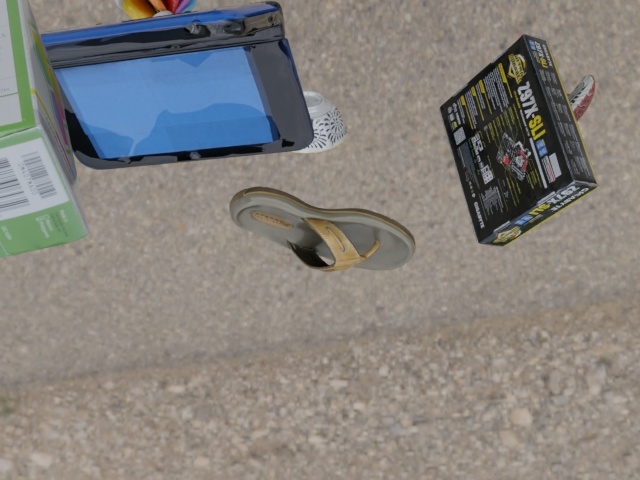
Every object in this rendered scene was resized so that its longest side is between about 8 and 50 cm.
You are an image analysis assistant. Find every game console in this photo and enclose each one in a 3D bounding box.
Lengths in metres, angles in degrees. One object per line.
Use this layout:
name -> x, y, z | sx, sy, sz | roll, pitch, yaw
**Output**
game console -> -0.176, -0.137, 0.901 | 0.293, 0.250, 0.173 | -5, 107, 13

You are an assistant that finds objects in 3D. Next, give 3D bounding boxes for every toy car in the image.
toy car -> -0.335, -0.514, 1.898 | 0.159, 0.182, 0.136 | 47, 116, 13

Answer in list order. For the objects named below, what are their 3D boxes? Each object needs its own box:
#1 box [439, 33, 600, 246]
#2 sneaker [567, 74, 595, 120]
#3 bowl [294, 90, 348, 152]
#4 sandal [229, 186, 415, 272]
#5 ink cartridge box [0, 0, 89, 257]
box -> 0.366, -0.184, 1.690 | 0.079, 0.321, 0.257 | 6, 151, -35
sneaker -> 0.464, -0.259, 1.808 | 0.225, 0.092, 0.088 | -41, 163, 9
bowl -> -0.027, -0.257, 1.839 | 0.170, 0.170, 0.080 | 0, 128, 4
sandal -> 0.000, 0.000, 0.831 | 0.180, 0.049, 0.072 | 16, 138, -13
ink cartridge box -> -0.212, -0.105, 0.595 | 0.062, 0.209, 0.109 | -15, 145, -9
